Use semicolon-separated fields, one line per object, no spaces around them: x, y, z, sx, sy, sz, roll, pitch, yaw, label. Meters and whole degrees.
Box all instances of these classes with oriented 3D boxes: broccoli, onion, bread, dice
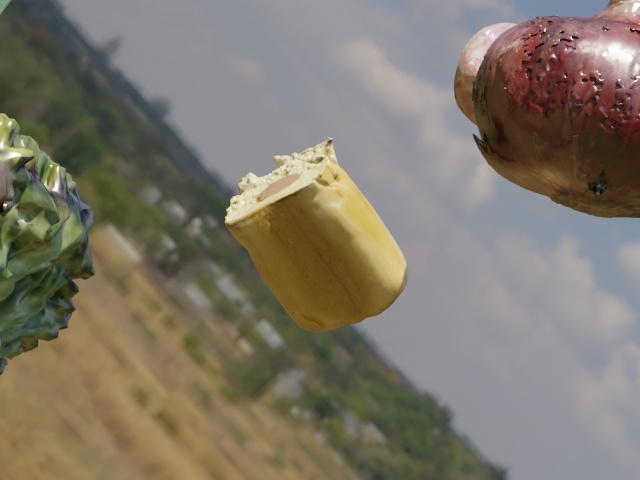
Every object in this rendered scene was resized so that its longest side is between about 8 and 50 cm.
-0.262;0.009;0.926;0.180;0.273;0.242;47;-35;20;broccoli
0.264;-0.130;1.700;0.252;0.219;0.252;20;-12;4;onion
0.000;-0.001;1.825;0.173;0.134;0.085;56;22;-19;bread
0.204;-0.175;2.025;0.094;0.091;0.093;17;-33;25;dice

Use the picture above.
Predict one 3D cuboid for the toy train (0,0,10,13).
-0.385;-0.100;1.385;0.179;0.272;0.442;42;31;-14;toy train
